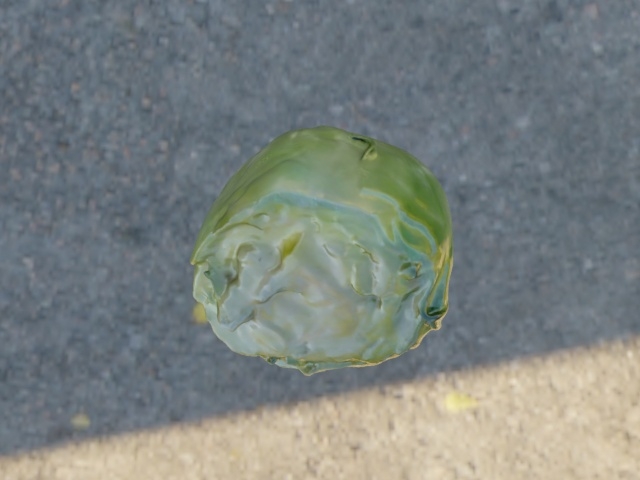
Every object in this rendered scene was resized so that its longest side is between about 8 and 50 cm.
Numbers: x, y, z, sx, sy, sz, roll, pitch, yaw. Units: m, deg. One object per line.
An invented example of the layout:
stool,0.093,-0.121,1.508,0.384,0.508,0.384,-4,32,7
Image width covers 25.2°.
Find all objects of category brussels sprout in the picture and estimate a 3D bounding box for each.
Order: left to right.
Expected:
brussels sprout,0.003,-0.003,0.829,0.151,0.122,0.149,-4,127,12
